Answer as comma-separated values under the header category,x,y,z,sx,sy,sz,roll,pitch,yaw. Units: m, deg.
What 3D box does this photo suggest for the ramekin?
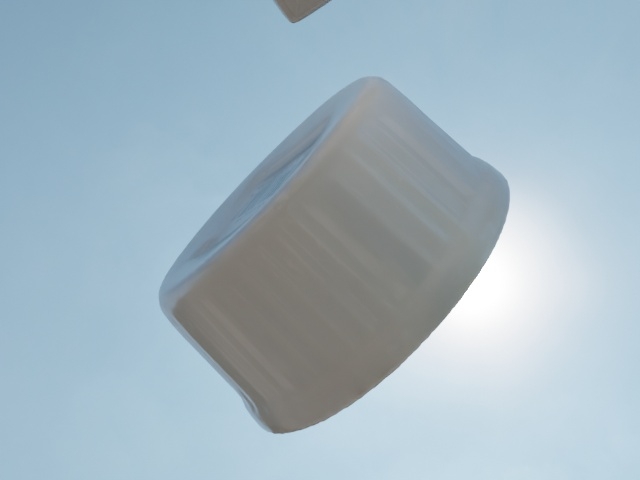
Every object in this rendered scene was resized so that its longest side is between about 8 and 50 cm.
category,x,y,z,sx,sy,sz,roll,pitch,yaw
ramekin,0.000,0.000,0.630,0.135,0.277,0.277,44,-60,-13

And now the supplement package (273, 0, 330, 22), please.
category,x,y,z,sx,sy,sz,roll,pitch,yaw
supplement package,0.001,-0.216,0.446,0.139,0.244,0.134,-33,-75,7
